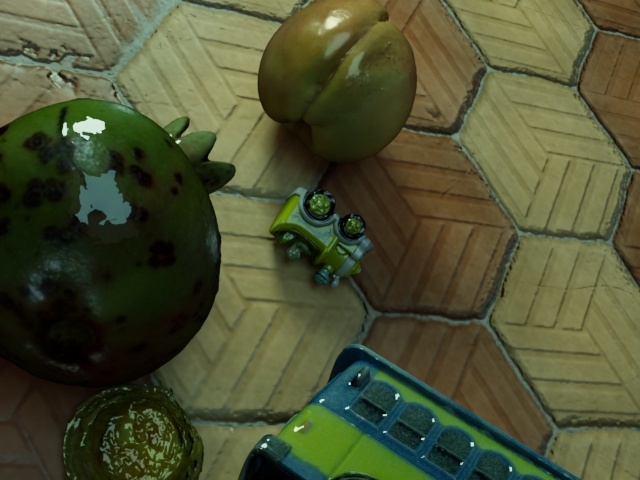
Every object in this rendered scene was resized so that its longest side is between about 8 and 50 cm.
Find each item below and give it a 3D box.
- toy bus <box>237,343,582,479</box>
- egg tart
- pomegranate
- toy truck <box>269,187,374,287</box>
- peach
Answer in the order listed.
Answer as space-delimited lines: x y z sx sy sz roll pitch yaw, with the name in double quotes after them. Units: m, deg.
0.095 0.250 0.715 0.312 0.152 0.190 30 40 17 "toy bus"
-0.162 0.183 0.757 0.130 0.052 0.130 10 62 -18 "egg tart"
-0.184 -0.029 0.740 0.242 0.242 0.306 27 55 -12 "pomegranate"
0.000 0.000 0.916 0.111 0.076 0.077 38 73 -8 "toy truck"
0.023 -0.182 0.953 0.184 0.184 0.184 11 62 -21 "peach"
